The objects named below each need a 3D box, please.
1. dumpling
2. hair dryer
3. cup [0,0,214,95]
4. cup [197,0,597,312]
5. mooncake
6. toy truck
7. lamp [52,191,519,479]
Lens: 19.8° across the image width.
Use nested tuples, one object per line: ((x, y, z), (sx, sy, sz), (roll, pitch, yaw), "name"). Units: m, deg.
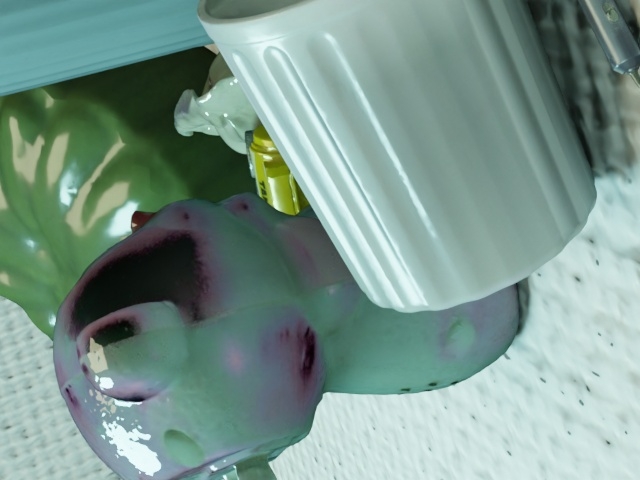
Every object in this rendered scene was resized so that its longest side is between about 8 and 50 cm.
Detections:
((-0.052, -0.114, 1.456), (0.108, 0.127, 0.188), (63, 166, -8), "dumpling")
((0.142, -0.128, 0.937), (0.114, 0.037, 0.063), (64, 163, 4), "hair dryer")
((-0.124, -0.246, 1.207), (0.331, 0.311, 0.257), (179, 74, -74), "cup")
((0.055, -0.093, 1.030), (0.202, 0.166, 0.221), (62, -156, -22), "cup")
((-0.172, -0.013, 1.638), (0.351, 0.187, 0.351), (19, 124, 29), "mooncake")
((0.000, 0.000, 1.397), (0.114, 0.098, 0.227), (-99, 0, -62), "toy truck")
((-0.021, 0.077, 1.218), (0.247, 0.301, 0.247), (133, 118, -74), "lamp")
